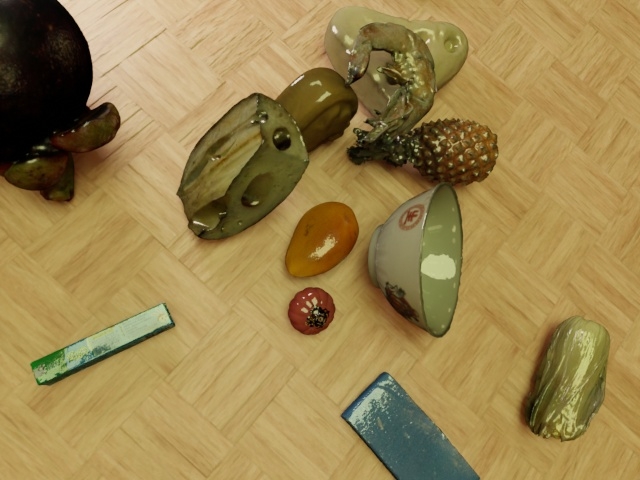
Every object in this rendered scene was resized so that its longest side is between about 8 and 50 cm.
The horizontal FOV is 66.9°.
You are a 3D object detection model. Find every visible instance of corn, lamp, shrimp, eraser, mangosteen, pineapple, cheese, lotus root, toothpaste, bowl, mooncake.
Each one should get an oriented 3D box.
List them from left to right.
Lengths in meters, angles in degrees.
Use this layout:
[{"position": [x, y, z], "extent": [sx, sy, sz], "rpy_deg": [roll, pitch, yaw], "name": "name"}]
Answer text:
[{"position": [-0.601, -0.279, 0.921], "extent": [0.382, 0.382, 0.435], "rpy_deg": [-36, 102, -19], "name": "mangosteen"}, {"position": [-0.427, 0.207, 0.973], "extent": [0.266, 0.065, 0.050], "rpy_deg": [-25, 82, -17], "name": "toothpaste"}, {"position": [-0.167, -0.151, 1.056], "extent": [0.142, 0.314, 0.210], "rpy_deg": [13, 48, -51], "name": "lotus root"}, {"position": [-0.019, 0.155, 1.064], "extent": [0.107, 0.092, 0.108], "rpy_deg": [-9, 110, -25], "name": "lamp"}, {"position": [-0.015, -0.290, 1.117], "extent": [0.234, 0.235, 0.117], "rpy_deg": [-30, 83, -18], "name": "mooncake"}, {"position": [0.151, -0.350, 1.092], "extent": [0.247, 0.085, 0.360], "rpy_deg": [39, 63, -22], "name": "shrimp"}, {"position": [0.193, -0.503, 1.265], "extent": [0.328, 0.129, 0.351], "rpy_deg": [44, 73, -1], "name": "cheese"}, {"position": [0.199, 0.452, 1.057], "extent": [0.144, 0.042, 0.312], "rpy_deg": [-40, 86, -19], "name": "eraser"}, {"position": [0.205, 0.038, 1.083], "extent": [0.157, 0.337, 0.337], "rpy_deg": [3, 70, 29], "name": "bowl"}, {"position": [0.247, -0.227, 1.189], "extent": [0.361, 0.175, 0.175], "rpy_deg": [6, 74, -11], "name": "pineapple"}, {"position": [0.580, 0.325, 1.133], "extent": [0.123, 0.122, 0.305], "rpy_deg": [28, 73, -3], "name": "corn"}]

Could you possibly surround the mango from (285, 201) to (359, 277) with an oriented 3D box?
[{"position": [0.001, -0.003, 1.106], "extent": [0.141, 0.102, 0.217], "rpy_deg": [40, 68, 7], "name": "mango"}]
